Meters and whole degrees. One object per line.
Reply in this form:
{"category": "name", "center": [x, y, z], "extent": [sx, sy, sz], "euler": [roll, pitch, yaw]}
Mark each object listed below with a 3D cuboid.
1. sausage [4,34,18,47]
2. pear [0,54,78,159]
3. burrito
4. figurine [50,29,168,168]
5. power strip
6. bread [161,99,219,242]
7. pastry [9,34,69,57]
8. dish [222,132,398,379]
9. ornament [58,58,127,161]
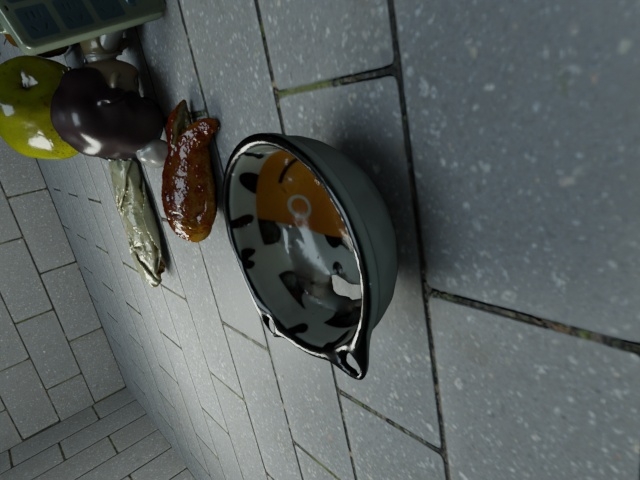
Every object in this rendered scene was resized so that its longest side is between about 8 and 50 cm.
{"category": "sausage", "center": [-0.934, -0.673, 1.387], "extent": [0.241, 0.120, 0.136], "euler": [26, 115, 44]}
{"category": "pear", "center": [-0.781, -0.369, 1.234], "extent": [0.294, 0.294, 0.294], "euler": [31, 133, 40]}
{"category": "burrito", "center": [-0.505, -0.043, 1.225], "extent": [0.117, 0.076, 0.392], "euler": [8, 115, 38]}
{"category": "figurine", "center": [-0.428, -0.344, 0.901], "extent": [0.218, 0.206, 0.364], "euler": [6, 91, 28]}
{"category": "power strip", "center": [-0.378, -0.386, 0.694], "extent": [0.046, 0.270, 0.118], "euler": [-10, 113, 54]}
{"category": "bread", "center": [-0.255, -0.121, 0.833], "extent": [0.139, 0.095, 0.268], "euler": [29, 128, 32]}
{"category": "pastry", "center": [-0.776, -0.668, 1.143], "extent": [0.356, 0.164, 0.356], "euler": [36, 139, 38]}
{"category": "dish", "center": [0.000, 0.000, 0.538], "extent": [0.303, 0.120, 0.303], "euler": [31, 133, 40]}
{"category": "ornament", "center": [-0.551, -0.331, 1.080], "extent": [0.202, 0.080, 0.236], "euler": [22, 108, 13]}
